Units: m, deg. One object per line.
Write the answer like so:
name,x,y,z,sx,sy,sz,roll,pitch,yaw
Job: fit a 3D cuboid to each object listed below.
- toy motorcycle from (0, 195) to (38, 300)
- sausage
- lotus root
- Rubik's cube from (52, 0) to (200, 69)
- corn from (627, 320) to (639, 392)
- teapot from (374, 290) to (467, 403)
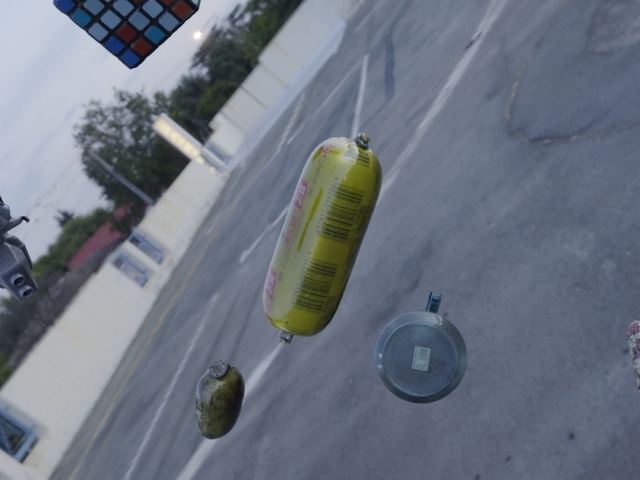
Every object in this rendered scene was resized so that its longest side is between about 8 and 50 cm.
toy motorcycle,-0.354,-0.007,0.841,0.080,0.122,0.215,-35,-32,-19
sausage,0.000,0.000,1.182,0.123,0.123,0.347,-97,27,-76
lotus root,-0.177,0.284,1.388,0.089,0.080,0.179,-44,-30,-50
Rubik's cube,-0.327,-0.448,1.370,0.187,0.184,0.182,-36,34,29
corn,0.570,0.246,1.320,0.079,0.079,0.237,-34,52,57
teapot,0.202,0.202,1.534,0.225,0.170,0.203,2,-77,-81
